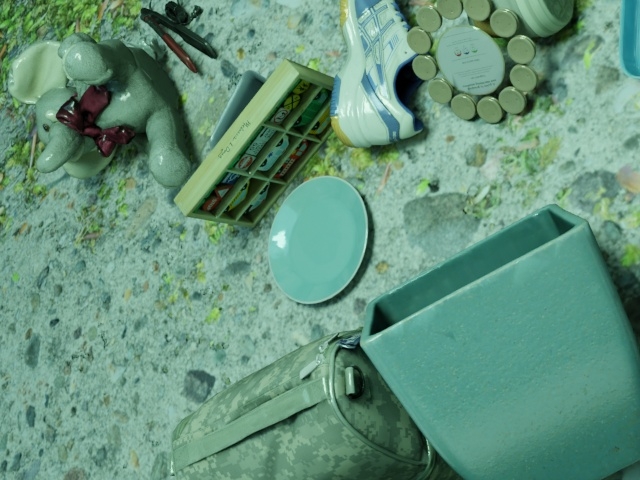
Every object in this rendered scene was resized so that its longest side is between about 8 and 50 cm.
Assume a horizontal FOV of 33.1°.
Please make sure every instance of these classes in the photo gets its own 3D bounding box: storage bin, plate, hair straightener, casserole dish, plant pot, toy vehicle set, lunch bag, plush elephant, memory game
[{"bbox_3d":[-0.085,-0.172,1.620,0.098,0.091,0.135,36,103,43],"label":"storage bin"},{"bbox_3d":[0.000,0.000,1.543,0.188,0.024,0.188,-12,71,39],"label":"plate"},{"bbox_3d":[-0.239,-0.370,1.855,0.089,0.047,0.230,-38,46,-7],"label":"hair straightener"},{"bbox_3d":[0.409,-0.265,1.250,0.114,0.037,0.188,-4,74,41],"label":"casserole dish"},{"bbox_3d":[0.213,0.134,1.141,0.247,0.248,0.252,-30,94,7],"label":"plant pot"},{"bbox_3d":[-0.075,-0.133,1.547,0.267,0.166,0.035,-50,62,20],"label":"toy vehicle set"},{"bbox_3d":[-0.004,0.237,1.321,0.305,0.256,0.212,-30,60,31],"label":"lunch bag"},{"bbox_3d":[-0.380,-0.208,1.785,0.255,0.272,0.330,-31,29,16],"label":"plush elephant"},{"bbox_3d":[0.192,-0.231,1.365,0.186,0.012,0.186,24,136,25],"label":"memory game"}]

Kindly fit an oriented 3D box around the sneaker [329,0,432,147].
[{"bbox_3d":[0.098,-0.271,1.498,0.131,0.112,0.296,-1,78,23],"label":"sneaker"}]

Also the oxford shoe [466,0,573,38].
[{"bbox_3d":[0.217,-0.459,1.393,0.130,0.169,0.449,-18,71,38],"label":"oxford shoe"}]

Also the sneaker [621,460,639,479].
[{"bbox_3d":[0.364,0.222,1.115,0.258,0.094,0.091,-62,28,-2],"label":"sneaker"}]
